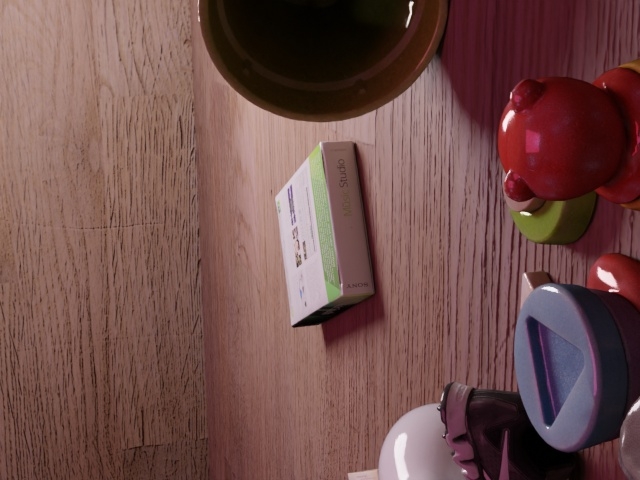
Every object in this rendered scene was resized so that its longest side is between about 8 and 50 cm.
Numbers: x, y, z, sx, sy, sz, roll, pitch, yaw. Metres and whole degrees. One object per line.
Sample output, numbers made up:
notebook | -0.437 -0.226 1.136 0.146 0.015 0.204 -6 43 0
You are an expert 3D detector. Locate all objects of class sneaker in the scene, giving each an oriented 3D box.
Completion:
sneaker | 0.191 0.232 0.993 0.078 0.106 0.234 -56 -49 -53

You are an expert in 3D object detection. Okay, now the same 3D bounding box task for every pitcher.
pitcher | 0.131 0.273 1.096 0.177 0.125 0.207 59 -161 -8

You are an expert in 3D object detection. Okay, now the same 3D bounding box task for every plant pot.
plant pot | -0.004 -0.321 1.268 0.254 0.276 0.276 -96 10 -56

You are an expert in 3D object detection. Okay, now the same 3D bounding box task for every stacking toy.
stacking toy | 0.181 0.010 0.878 0.279 0.130 0.308 -162 69 -73

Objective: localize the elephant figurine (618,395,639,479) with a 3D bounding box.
elephant figurine | 0.250 0.130 0.659 0.186 0.169 0.239 25 105 40

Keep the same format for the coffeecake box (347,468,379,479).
coffeecake box | 0.098 0.393 1.395 0.142 0.068 0.185 136 128 -70

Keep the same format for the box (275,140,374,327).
box | 0.000 0.000 1.660 0.322 0.058 0.232 138 126 -72
